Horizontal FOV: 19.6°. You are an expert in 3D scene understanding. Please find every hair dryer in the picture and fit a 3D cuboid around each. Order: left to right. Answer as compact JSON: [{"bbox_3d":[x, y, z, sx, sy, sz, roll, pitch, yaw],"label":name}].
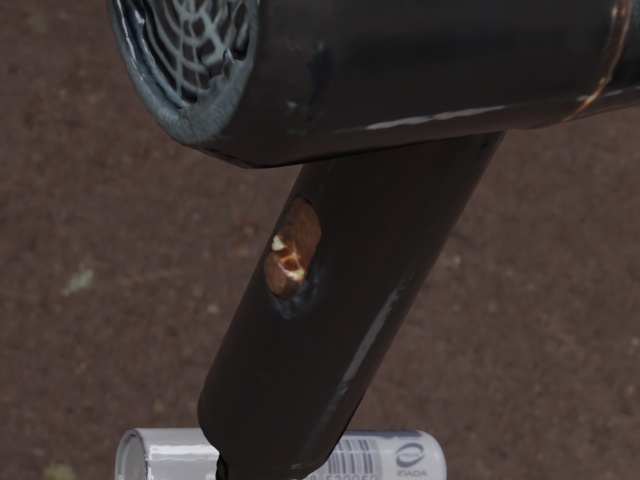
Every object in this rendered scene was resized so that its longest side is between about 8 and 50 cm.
[{"bbox_3d":[0.000,0.000,0.593,0.189,0.352,0.107,-11,55,-31],"label":"hair dryer"}]

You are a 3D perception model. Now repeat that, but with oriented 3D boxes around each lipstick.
[{"bbox_3d":[-0.014,0.099,0.782,0.141,0.040,0.040,2,35,-25],"label":"lipstick"}]
